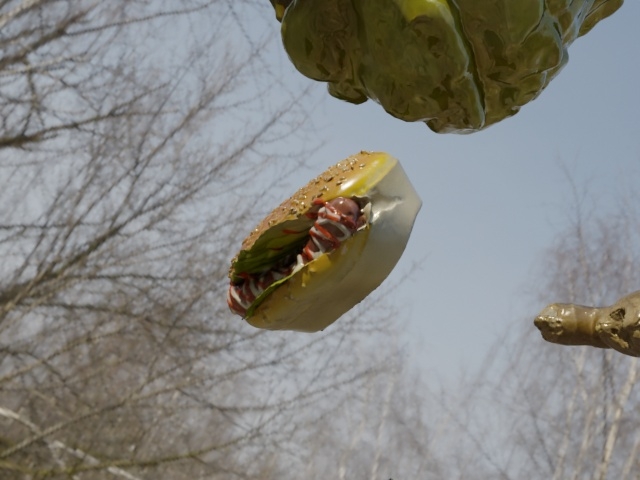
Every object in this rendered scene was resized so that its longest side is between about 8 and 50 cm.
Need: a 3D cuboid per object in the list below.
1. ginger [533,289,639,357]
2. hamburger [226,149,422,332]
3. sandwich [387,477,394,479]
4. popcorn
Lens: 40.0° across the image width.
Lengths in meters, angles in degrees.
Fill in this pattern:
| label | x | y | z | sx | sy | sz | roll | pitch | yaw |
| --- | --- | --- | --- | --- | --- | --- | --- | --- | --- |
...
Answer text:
| label | x | y | z | sx | sy | sz | roll | pitch | yaw |
| --- | --- | --- | --- | --- | --- | --- | --- | --- | --- |
| ginger | 0.285 | 0.080 | 0.825 | 0.165 | 0.067 | 0.096 | -9 | 2 | 16 |
| hamburger | 0.000 | 0.000 | 0.831 | 0.116 | 0.173 | 0.210 | 39 | -50 | -12 |
| sandwich | -0.001 | 0.268 | 0.615 | 0.063 | 0.245 | 0.212 | 53 | -16 | 4 |
| popcorn | 0.082 | -0.189 | 0.611 | 0.255 | 0.256 | 0.195 | -7 | -30 | -2 |
